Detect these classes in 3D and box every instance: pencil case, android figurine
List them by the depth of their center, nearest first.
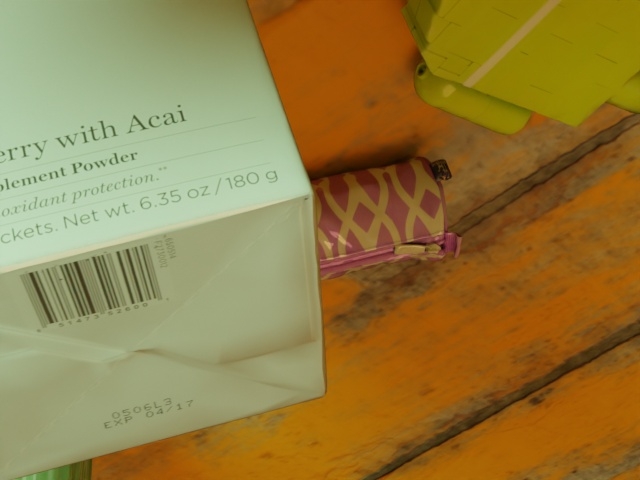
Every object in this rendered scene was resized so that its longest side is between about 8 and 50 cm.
[{"bbox_3d":[0.164,-0.163,0.836,0.273,0.056,0.248,13,135,-38],"label":"android figurine"},{"bbox_3d":[0.000,0.000,0.955,0.206,0.088,0.086,-14,143,-6],"label":"pencil case"}]

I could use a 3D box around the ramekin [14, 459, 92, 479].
[{"bbox_3d":[-0.315,0.193,0.958,0.303,0.148,0.303,2,148,1],"label":"ramekin"}]

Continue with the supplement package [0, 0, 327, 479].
[{"bbox_3d":[-0.120,-0.065,0.624,0.177,0.293,0.175,-15,146,-7],"label":"supplement package"}]
